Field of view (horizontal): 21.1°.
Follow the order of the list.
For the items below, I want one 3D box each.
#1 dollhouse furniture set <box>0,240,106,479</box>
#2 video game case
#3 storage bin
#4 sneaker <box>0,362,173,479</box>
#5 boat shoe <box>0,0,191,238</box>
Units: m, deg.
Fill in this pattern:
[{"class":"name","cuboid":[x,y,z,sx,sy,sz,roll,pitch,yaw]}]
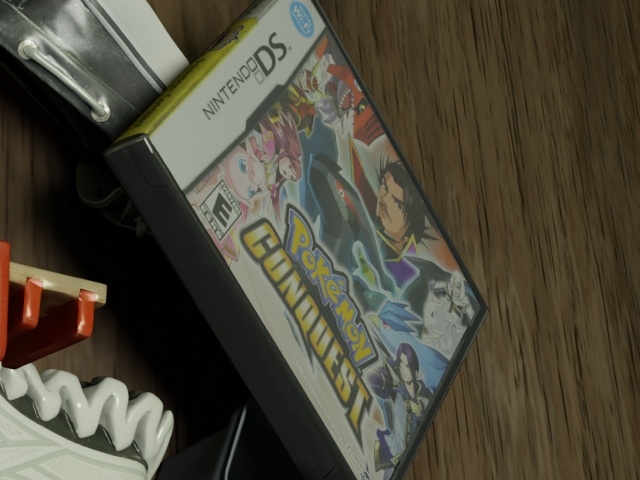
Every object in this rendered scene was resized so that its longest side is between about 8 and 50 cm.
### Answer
[{"class":"dollhouse furniture set","cuboid":[-0.168,0.131,0.710,0.135,0.262,0.259,18,63,-37]},{"class":"video game case","cuboid":[0.000,0.000,1.064,0.275,0.035,0.248,59,33,-17]},{"class":"storage bin","cuboid":[-0.038,0.175,1.032,0.135,0.091,0.098,43,40,-26]},{"class":"sneaker","cuboid":[-0.193,0.109,0.873,0.292,0.110,0.118,25,60,-41]},{"class":"boat shoe","cuboid":[-0.107,-0.050,1.084,0.102,0.108,0.301,-49,126,-19]}]
